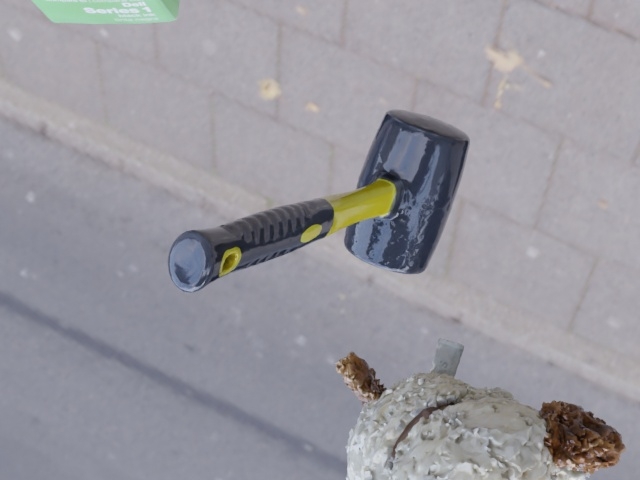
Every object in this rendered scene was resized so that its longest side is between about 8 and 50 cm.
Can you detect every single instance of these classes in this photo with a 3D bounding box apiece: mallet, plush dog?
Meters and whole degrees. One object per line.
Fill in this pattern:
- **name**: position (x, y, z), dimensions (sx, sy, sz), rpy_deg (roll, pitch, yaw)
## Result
- **mallet**: position (0.000, 0.000, 0.463), dimensions (0.039, 0.190, 0.062), rpy_deg (24, 115, 20)
- **plush dog**: position (0.110, 0.181, 1.069), dimensions (0.210, 0.262, 0.225), rpy_deg (59, 164, -7)

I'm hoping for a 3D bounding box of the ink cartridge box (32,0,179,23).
- **ink cartridge box**: position (-0.145, -0.238, 0.759), dimensions (0.093, 0.160, 0.219), rpy_deg (3, 170, 10)
